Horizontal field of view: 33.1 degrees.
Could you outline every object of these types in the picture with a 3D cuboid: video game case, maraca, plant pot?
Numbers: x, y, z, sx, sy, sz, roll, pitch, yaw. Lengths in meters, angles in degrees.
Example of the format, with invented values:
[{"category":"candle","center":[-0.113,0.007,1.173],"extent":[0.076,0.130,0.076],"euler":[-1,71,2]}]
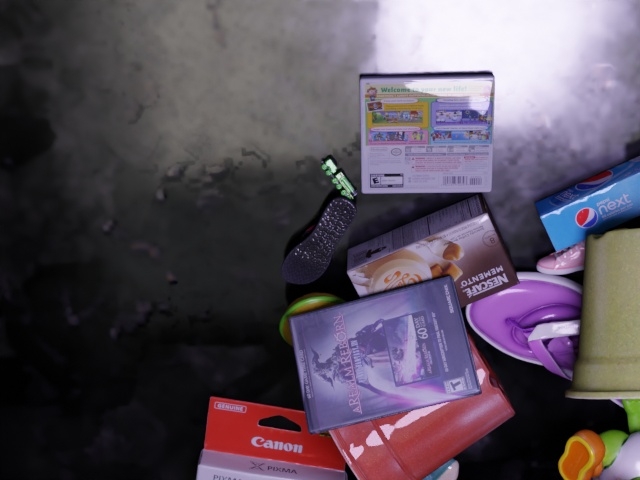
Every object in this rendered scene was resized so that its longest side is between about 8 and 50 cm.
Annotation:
[{"category":"video game case","center":[0.170,-0.169,1.724],"extent":[0.213,0.023,0.193],"euler":[0,113,3]},{"category":"maraca","center":[0.015,0.149,1.829],"extent":[0.186,0.099,0.127],"euler":[25,124,-33]},{"category":"plant pot","center":[0.509,0.110,1.660],"extent":[0.276,0.276,0.253],"euler":[-3,83,4]},{"category":"video game case","center":[0.097,0.180,1.694],"extent":[0.274,0.196,0.026],"euler":[-15,155,8]},{"category":"plant pot","center":[0.161,0.266,1.795],"extent":[0.265,0.272,0.272],"euler":[-31,108,5]}]

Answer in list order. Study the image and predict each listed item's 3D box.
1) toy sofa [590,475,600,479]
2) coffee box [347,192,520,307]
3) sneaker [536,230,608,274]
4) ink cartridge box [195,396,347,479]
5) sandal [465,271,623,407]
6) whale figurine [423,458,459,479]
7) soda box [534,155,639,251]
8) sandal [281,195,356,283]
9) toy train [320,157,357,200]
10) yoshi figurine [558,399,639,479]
[{"category":"toy sofa","center":[0.536,0.521,1.819],"extent":[0.150,0.362,0.177],"euler":[-16,116,10]},{"category":"coffee box","center":[0.183,0.043,1.771],"extent":[0.247,0.098,0.141],"euler":[-23,110,11]},{"category":"sneaker","center":[0.422,0.014,1.777],"extent":[0.134,0.051,0.070],"euler":[-6,111,2]},{"category":"ink cartridge box","center":[-0.086,0.420,1.965],"extent":[0.275,0.060,0.238],"euler":[9,114,-1]},{"category":"sandal","center":[0.444,0.178,1.814],"extent":[0.416,0.102,0.169],"euler":[24,112,-10]},{"category":"whale figurine","center":[0.130,0.473,1.921],"extent":[0.141,0.216,0.272],"euler":[42,86,12]},{"category":"soda box","center":[0.458,-0.064,1.732],"extent":[0.210,0.067,0.071],"euler":[-25,109,12]},{"category":"sandal","center":[0.000,0.000,1.795],"extent":[0.067,0.040,0.179],"euler":[33,106,-12]},{"category":"toy train","center":[0.031,-0.100,1.763],"extent":[0.024,0.017,0.083],"euler":[-37,108,5]},{"category":"yoshi figurine","center":[0.586,0.340,1.771],"extent":[0.362,0.203,0.203],"euler":[-8,97,-33]}]
